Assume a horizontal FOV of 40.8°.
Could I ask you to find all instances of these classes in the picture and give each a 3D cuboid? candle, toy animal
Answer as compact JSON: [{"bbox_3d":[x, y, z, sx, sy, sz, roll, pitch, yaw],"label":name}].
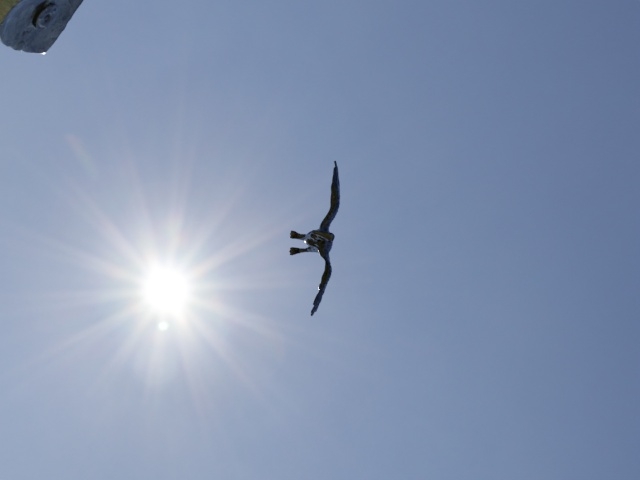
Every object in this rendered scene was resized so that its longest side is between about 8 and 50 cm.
[{"bbox_3d":[-0.461,-0.371,1.379,0.068,0.192,0.168,44,-32,6],"label":"candle"},{"bbox_3d":[0.000,0.000,1.215,0.108,0.062,0.220,158,-58,-65],"label":"toy animal"}]
